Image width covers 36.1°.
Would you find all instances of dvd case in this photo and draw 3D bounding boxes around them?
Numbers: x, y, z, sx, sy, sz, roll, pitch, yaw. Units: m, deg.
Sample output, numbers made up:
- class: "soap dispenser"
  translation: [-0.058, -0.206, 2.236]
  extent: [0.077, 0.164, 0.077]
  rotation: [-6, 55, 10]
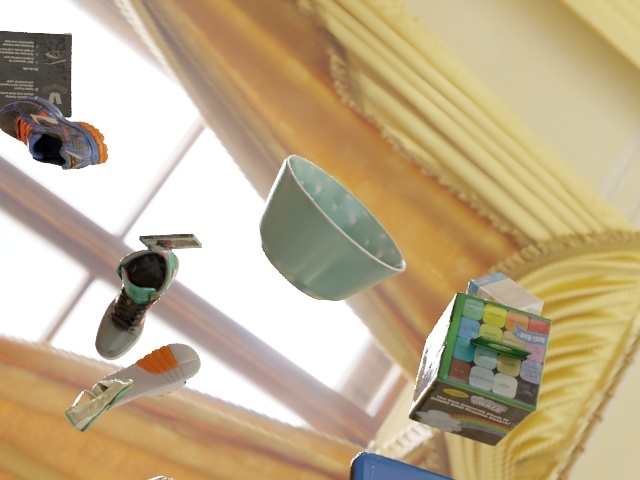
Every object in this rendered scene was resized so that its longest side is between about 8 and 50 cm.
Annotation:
- class: "dvd case"
  translation: [-0.319, 0.003, 2.096]
  extent: [0.087, 0.119, 0.013]
  rotation: [70, 19, -73]

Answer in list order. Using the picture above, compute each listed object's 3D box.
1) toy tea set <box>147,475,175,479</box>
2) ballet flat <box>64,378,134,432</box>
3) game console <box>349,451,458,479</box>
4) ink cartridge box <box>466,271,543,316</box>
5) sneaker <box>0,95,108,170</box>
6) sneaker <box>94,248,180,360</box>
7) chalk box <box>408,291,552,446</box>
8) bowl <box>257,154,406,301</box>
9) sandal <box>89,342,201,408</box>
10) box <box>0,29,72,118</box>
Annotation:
- class: "toy tea set"
  translation: [-0.298, 0.587, 1.786]
  extent: [0.200, 0.124, 0.336]
  rotation: [46, -58, 40]
- class: "ballet flat"
  translation: [-0.370, 0.263, 1.649]
  extent: [0.057, 0.052, 0.168]
  rotation: [-46, 178, 23]
- class: "game console"
  translation: [0.127, 0.492, 1.486]
  extent: [0.173, 0.293, 0.250]
  rotation: [-41, -146, 47]
- class: "ink cartridge box"
  translation: [0.368, 0.143, 1.959]
  extent: [0.143, 0.090, 0.092]
  rotation: [38, -50, 45]
- class: "sneaker"
  translation: [-0.446, -0.170, 1.575]
  extent: [0.087, 0.221, 0.083]
  rotation: [-34, 136, -48]
- class: "sneaker"
  translation: [-0.423, 0.134, 2.222]
  extent: [0.295, 0.124, 0.178]
  rotation: [-60, 175, -12]
- class: "chalk box"
  translation: [0.287, 0.218, 1.725]
  extent: [0.289, 0.180, 0.179]
  rotation: [109, -1, -60]
- class: "bowl"
  translation: [0.000, 0.000, 1.892]
  extent: [0.163, 0.311, 0.311]
  rotation: [-46, -164, 14]
- class: "sandal"
  translation: [-0.386, 0.313, 2.198]
  extent: [0.265, 0.076, 0.102]
  rotation: [-22, -122, 4]
- class: "box"
  translation: [-0.542, -0.306, 1.823]
  extent: [0.093, 0.156, 0.158]
  rotation: [-163, -106, -72]
